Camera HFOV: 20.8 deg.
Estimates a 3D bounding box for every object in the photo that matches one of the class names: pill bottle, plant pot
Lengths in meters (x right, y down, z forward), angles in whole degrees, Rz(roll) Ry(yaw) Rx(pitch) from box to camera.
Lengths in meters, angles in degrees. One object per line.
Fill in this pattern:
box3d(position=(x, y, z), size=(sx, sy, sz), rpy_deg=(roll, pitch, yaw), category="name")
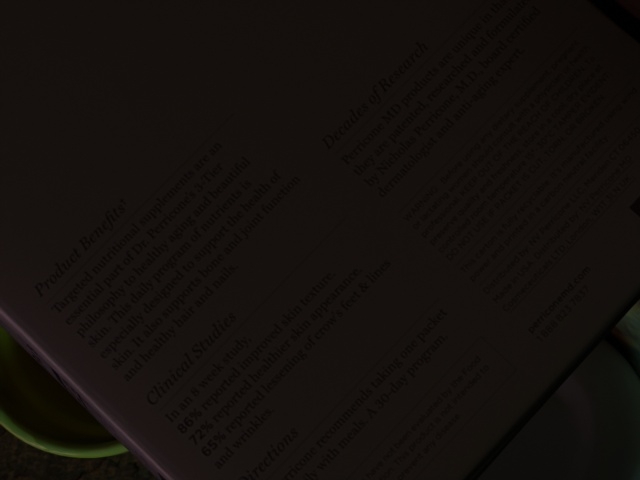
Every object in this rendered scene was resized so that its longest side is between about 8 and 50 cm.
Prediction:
box3d(position=(0.116, 0.148, 0.947), size=(0.146, 0.146, 0.264), rpy_deg=(39, 169, 27), category="pill bottle")
box3d(position=(-0.185, 0.074, 1.669), size=(0.254, 0.254, 0.239), rpy_deg=(42, -173, 13), category="plant pot")

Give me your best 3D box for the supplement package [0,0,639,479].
box3d(position=(-0.025, -0.023, 0.626), size=(0.262, 0.199, 0.198), rpy_deg=(43, 171, 10), category="supplement package")
